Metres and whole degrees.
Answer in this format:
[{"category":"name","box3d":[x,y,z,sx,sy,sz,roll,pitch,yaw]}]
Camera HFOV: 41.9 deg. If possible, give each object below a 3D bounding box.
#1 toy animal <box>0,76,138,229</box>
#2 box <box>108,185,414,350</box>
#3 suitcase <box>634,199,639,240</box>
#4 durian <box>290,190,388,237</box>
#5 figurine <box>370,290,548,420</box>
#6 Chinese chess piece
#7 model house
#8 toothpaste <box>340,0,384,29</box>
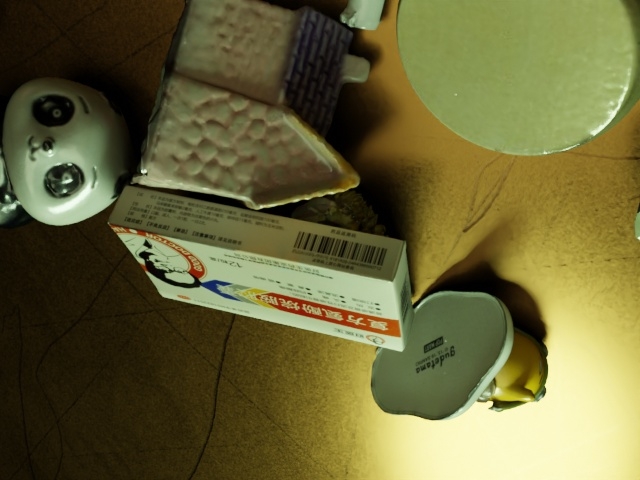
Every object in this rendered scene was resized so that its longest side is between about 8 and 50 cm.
[{"category":"toy animal","box3d":[-0.358,-0.112,1.079,0.235,0.165,0.187,-5,95,22]},{"category":"box","box3d":[-0.065,0.038,1.046,0.354,0.069,0.214,13,155,15]},{"category":"suitcase","box3d":[0.522,0.032,0.866,0.352,0.194,0.339,-8,118,21]},{"category":"durian","box3d":[0.000,-0.013,1.072,0.224,0.078,0.140,-2,145,41]},{"category":"figurine","box3d":[0.195,0.163,1.091,0.141,0.166,0.250,18,154,-32]},{"category":"Chinese chess piece","box3d":[0.209,-0.214,0.853,0.273,0.102,0.273,21,137,20]},{"category":"model house","box3d":[-0.075,-0.149,0.977,0.238,0.202,0.236,15,85,-13]},{"category":"toothpaste","box3d":[0.078,-0.384,0.889,0.058,0.056,0.314,-1,117,-27]}]
